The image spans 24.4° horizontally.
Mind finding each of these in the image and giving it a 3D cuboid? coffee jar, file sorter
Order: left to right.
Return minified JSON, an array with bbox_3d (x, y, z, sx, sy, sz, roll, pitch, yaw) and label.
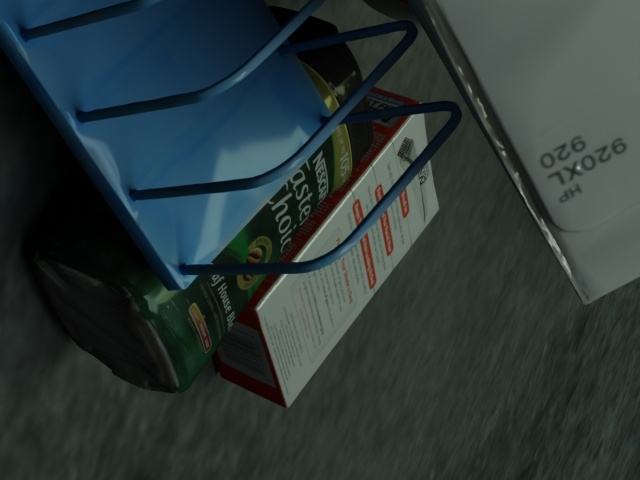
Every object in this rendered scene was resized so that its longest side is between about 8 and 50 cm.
[{"bbox_3d":[-0.048,-0.023,0.706,0.184,0.079,0.096,-53,149,-27],"label":"coffee jar"},{"bbox_3d":[-0.038,-0.083,0.582,0.118,0.104,0.170,-49,118,-33],"label":"file sorter"}]

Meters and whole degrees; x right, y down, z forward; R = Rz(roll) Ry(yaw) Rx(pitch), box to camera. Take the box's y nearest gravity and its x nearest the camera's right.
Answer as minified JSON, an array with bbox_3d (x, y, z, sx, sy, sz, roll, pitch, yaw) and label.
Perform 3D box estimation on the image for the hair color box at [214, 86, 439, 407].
[{"bbox_3d":[0.000,0.000,0.839,0.167,0.053,0.093,-50,147,-28],"label":"hair color box"}]

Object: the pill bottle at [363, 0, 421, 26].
[{"bbox_3d":[0.078,-0.226,0.738,0.121,0.121,0.221,-38,140,-44],"label":"pill bottle"}]

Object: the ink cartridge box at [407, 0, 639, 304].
[{"bbox_3d":[0.113,-0.131,0.592,0.171,0.233,0.168,-30,125,7],"label":"ink cartridge box"}]
